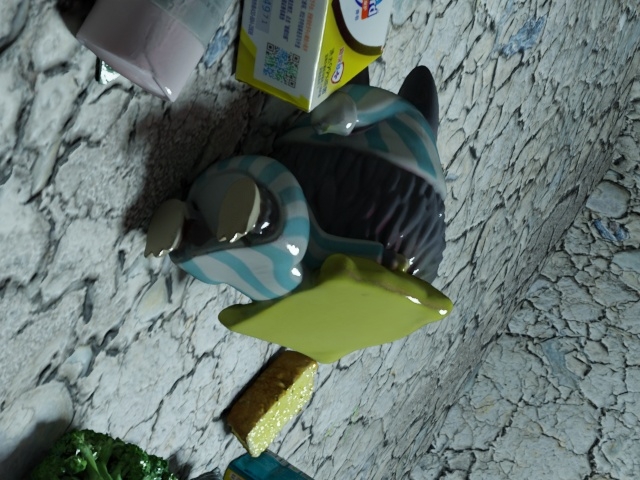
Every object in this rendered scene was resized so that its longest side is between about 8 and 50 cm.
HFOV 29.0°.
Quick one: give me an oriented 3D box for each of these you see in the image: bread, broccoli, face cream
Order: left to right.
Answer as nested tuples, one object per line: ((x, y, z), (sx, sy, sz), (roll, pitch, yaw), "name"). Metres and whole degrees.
((-0.228, 0.332, 1.308), (0.270, 0.270, 0.270), (-18, -160, 45), "broccoli")
((-0.101, -0.256, 1.054), (0.107, 0.073, 0.269), (34, 82, -37), "face cream")
((-0.076, 0.246, 1.855), (0.187, 0.065, 0.103), (-50, 160, -36), "bread")

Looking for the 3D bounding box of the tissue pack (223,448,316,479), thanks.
((-0.065, 0.411, 1.955), (0.082, 0.169, 0.120), (-65, 162, 17), "tissue pack")

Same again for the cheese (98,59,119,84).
((-0.151, -0.181, 1.112), (0.121, 0.026, 0.067), (-29, 141, -42), "cheese")

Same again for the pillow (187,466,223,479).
((-0.233, 0.456, 1.691), (0.335, 0.093, 0.161), (-56, 164, -16), "pillow")

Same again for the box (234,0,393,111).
((0.008, -0.287, 1.271), (0.168, 0.097, 0.265), (-42, 153, -45), "box")

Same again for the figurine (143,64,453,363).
((-0.014, -0.086, 1.444), (0.361, 0.266, 0.377), (35, 49, -46), "figurine")
